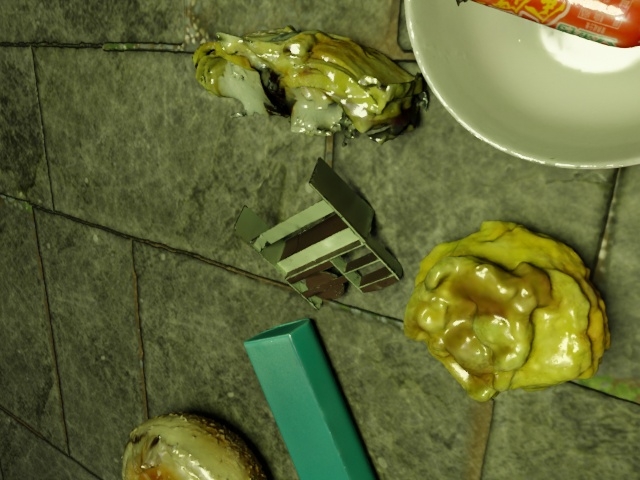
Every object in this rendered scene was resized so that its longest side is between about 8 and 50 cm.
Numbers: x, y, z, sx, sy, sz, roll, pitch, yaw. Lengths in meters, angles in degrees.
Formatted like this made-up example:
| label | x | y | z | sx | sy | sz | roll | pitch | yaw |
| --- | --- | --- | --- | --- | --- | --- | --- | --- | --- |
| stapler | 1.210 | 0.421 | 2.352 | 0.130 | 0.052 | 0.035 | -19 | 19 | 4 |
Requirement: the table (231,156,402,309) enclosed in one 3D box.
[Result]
| label | x | y | z | sx | sy | sz | roll | pitch | yaw |
| --- | --- | --- | --- | --- | --- | --- | --- | --- | --- |
| table | 0.000 | 0.000 | 0.676 | 0.146 | 0.062 | 0.175 | -26 | 121 | 37 |

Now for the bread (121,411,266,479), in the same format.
| label | x | y | z | sx | sy | sz | roll | pitch | yaw |
| --- | --- | --- | --- | --- | --- | --- | --- | --- | --- |
| bread | -0.207 | 0.430 | 0.901 | 0.306 | 0.159 | 0.305 | 14 | 116 | 32 |

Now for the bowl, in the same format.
| label | x | y | z | sx | sy | sz | roll | pitch | yaw |
| --- | --- | --- | --- | --- | --- | --- | --- | --- | --- |
| bowl | 0.227 | -0.205 | 0.409 | 0.287 | 0.144 | 0.286 | 11 | 110 | 32 |

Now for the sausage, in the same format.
| label | x | y | z | sx | sy | sz | roll | pitch | yaw |
| --- | --- | --- | --- | --- | --- | --- | --- | --- | --- |
| sausage | 0.164 | -0.162 | 0.351 | 0.145 | 0.048 | 0.050 | 30 | 125 | 21 |

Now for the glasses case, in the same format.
| label | x | y | z | sx | sy | sz | roll | pitch | yaw |
| --- | --- | --- | --- | --- | --- | --- | --- | --- | --- |
| glasses case | -0.005 | 0.269 | 0.772 | 0.117 | 0.070 | 0.300 | -19 | 95 | 43 |

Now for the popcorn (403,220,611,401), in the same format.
| label | x | y | z | sx | sy | sz | roll | pitch | yaw |
| --- | --- | --- | --- | --- | --- | --- | --- | --- | --- |
| popcorn | 0.184 | 0.077 | 0.525 | 0.198 | 0.155 | 0.197 | 13 | 122 | 22 |

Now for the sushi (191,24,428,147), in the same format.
| label | x | y | z | sx | sy | sz | roll | pitch | yaw |
| --- | --- | --- | --- | --- | --- | --- | --- | --- | --- |
| sushi | -0.031 | -0.180 | 0.604 | 0.291 | 0.139 | 0.131 | 26 | 126 | 24 |
